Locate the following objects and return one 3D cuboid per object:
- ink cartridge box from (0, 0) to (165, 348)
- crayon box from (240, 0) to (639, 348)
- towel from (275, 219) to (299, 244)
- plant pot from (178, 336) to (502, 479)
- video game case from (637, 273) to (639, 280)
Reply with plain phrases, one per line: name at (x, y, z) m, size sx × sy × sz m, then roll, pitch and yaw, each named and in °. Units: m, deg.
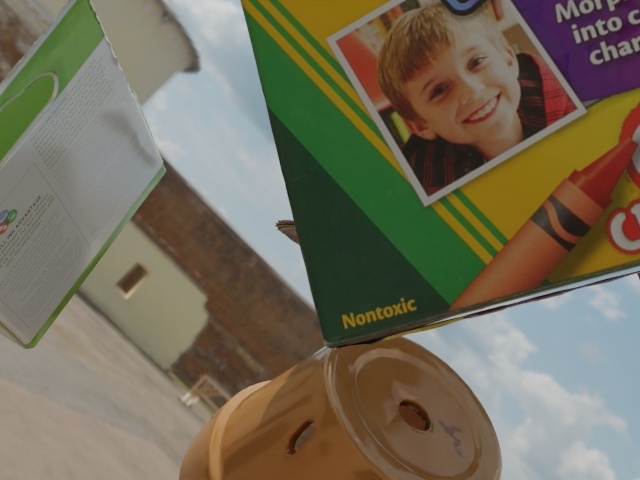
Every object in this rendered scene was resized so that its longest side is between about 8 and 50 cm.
ink cartridge box at (-0.219, -0.056, 0.698) m, size 0.097 × 0.189 × 0.255 m, roll 29°, pitch -19°, yaw 13°
crayon box at (0.143, -0.145, 0.480) m, size 0.106 × 0.362 × 0.313 m, roll 17°, pitch 57°, yaw -74°
towel at (0.000, 0.000, 0.936) m, size 0.083 × 0.009 × 0.060 m, roll 5°, pitch -28°, yaw 50°
plant pot at (0.035, 0.223, 0.961) m, size 0.290 × 0.203 × 0.291 m, roll 26°, pitch 33°, yaw -18°
video game case at (0.491, -0.032, 1.306) m, size 0.210 × 0.042 × 0.232 m, roll 1°, pitch -42°, yaw 40°
